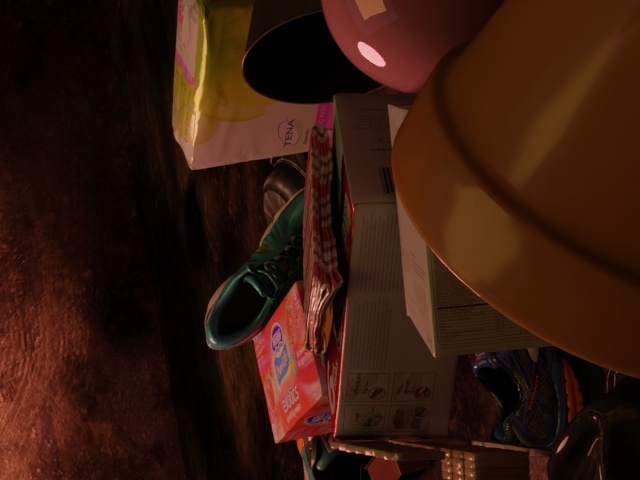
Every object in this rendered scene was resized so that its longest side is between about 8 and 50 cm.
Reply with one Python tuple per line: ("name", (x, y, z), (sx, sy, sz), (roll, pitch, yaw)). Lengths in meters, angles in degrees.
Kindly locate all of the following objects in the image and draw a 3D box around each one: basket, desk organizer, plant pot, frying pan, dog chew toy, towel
("basket", (0.009, -0.289, 1.565), (0.154, 0.204, 0.227), (42, -142, -49))
("desk organizer", (0.100, 0.291, 1.842), (0.130, 0.047, 0.050), (114, 141, -62))
("plant pot", (0.215, -0.083, 0.888), (0.203, 0.290, 0.291), (-66, 34, 34))
("frying pan", (-0.049, -0.013, 2.100), (0.197, 0.053, 0.326), (66, 159, -1))
("dog chew toy", (0.114, -0.293, 1.213), (0.207, 0.206, 0.332), (-121, 35, -51))
("towel", (0.000, 0.000, 1.467), (0.144, 0.029, 0.197), (99, 172, -56))

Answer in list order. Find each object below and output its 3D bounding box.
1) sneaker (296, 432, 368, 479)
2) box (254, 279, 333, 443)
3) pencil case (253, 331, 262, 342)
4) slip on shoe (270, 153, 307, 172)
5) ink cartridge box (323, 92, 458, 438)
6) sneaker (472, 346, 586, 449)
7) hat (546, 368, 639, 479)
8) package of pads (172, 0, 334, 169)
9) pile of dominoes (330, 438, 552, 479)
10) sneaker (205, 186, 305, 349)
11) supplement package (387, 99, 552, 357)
("sneaker", (0.010, 0.262, 2.039), (0.121, 0.108, 0.302), (166, 86, -73))
("box", (0.018, 0.152, 1.864), (0.300, 0.142, 0.154), (125, 134, -67))
("pencil case", (-0.052, 0.154, 2.219), (0.088, 0.086, 0.206), (57, 174, -23))
("slip on shoe", (-0.056, -0.127, 2.128), (0.135, 0.041, 0.051), (-117, 24, -46))
("ink cartridge box", (0.072, 0.009, 1.530), (0.272, 0.130, 0.310), (-98, 9, -54))
("sneaker", (0.184, 0.097, 1.371), (0.083, 0.087, 0.221), (114, 144, -61))
("hat", (0.254, 0.181, 1.109), (0.331, 0.133, 0.331), (170, 90, -75))
("package of pads", (-0.068, -0.222, 1.783), (0.297, 0.229, 0.101), (100, 155, -50))
("pile of dominoes", (0.125, 0.226, 1.444), (0.251, 0.195, 0.040), (162, 109, -73))
("sneaker", (-0.056, 0.042, 1.917), (0.107, 0.275, 0.110), (38, -174, 1))
("supplement package", (0.148, -0.023, 1.240), (0.194, 0.149, 0.203), (-115, 20, -82))
